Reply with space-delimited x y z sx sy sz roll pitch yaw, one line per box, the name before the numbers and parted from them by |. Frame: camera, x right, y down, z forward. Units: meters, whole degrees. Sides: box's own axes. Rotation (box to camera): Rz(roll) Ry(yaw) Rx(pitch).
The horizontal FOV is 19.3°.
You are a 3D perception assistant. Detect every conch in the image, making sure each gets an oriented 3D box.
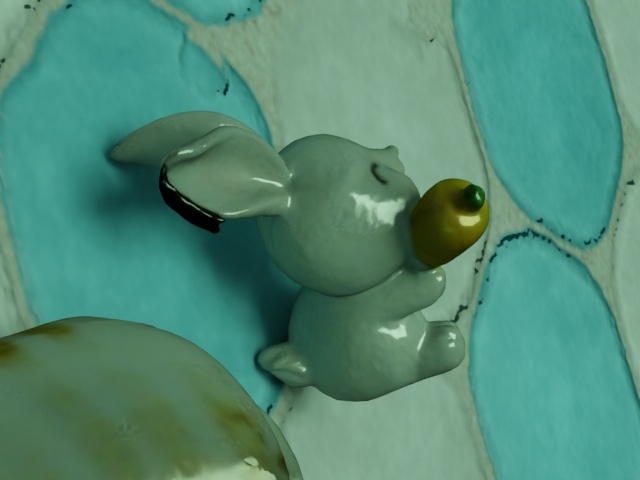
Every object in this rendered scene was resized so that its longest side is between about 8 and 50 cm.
conch | -0.086 0.105 0.716 0.255 0.127 0.158 -4 81 -56

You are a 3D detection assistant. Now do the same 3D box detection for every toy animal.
toy animal | 0.000 0.000 0.888 0.127 0.131 0.181 -36 128 -18
